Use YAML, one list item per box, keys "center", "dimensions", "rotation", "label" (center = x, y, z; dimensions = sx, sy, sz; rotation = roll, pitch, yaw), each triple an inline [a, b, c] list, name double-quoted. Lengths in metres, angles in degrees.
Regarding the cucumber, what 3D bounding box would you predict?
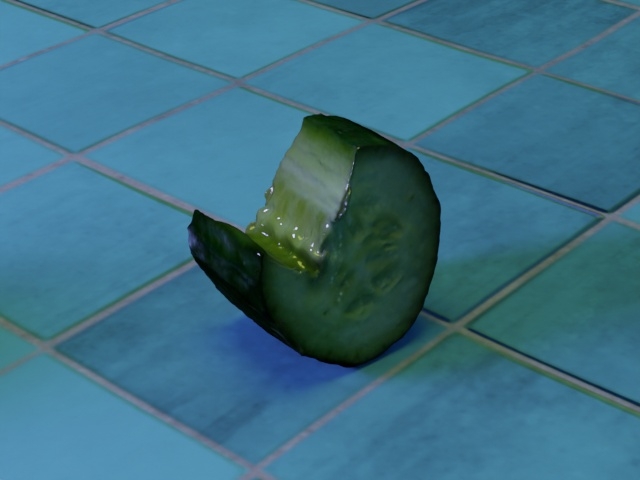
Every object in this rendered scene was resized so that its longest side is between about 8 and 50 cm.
- center: [0.007, 0.002, 1.184]
  dimensions: [0.191, 0.191, 0.130]
  rotation: [-22, 39, -31]
  label: "cucumber"
